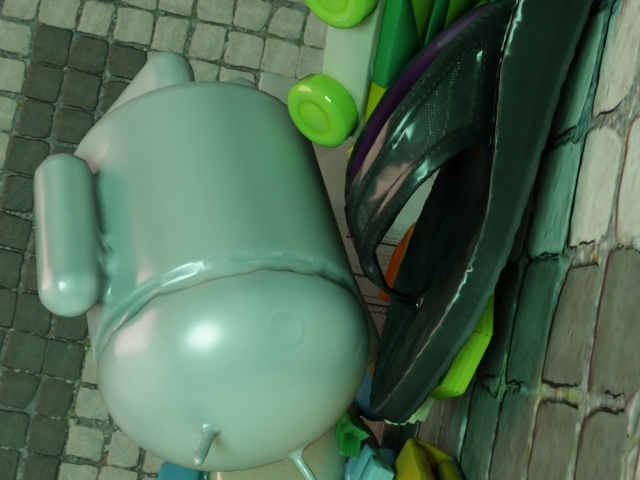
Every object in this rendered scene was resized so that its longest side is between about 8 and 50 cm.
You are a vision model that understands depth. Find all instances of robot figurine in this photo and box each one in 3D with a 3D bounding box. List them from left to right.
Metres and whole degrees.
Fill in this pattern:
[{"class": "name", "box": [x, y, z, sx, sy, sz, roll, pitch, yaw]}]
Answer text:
[{"class": "robot figurine", "box": [-0.079, 0.023, 0.905, 0.200, 0.299, 0.354, -46, 45, 36]}]

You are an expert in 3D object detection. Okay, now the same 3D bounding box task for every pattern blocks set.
[{"class": "pattern blocks set", "box": [0.090, 0.044, 0.923, 0.285, 0.026, 0.325, -93, 27, -69]}]

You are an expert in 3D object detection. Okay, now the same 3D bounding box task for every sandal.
[{"class": "sandal", "box": [0.092, -0.100, 0.803, 0.167, 0.107, 0.446, -129, 58, -82]}]

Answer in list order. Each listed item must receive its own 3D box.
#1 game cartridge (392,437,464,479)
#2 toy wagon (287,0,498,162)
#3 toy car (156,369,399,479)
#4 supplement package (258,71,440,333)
[{"class": "game cartridge", "box": [0.017, 0.324, 0.801, 0.324, 0.052, 0.285, -60, 9, 9]}, {"class": "toy wagon", "box": [0.082, -0.175, 0.922, 0.267, 0.068, 0.344, -44, -23, -32]}, {"class": "toy car", "box": [-0.005, 0.226, 1.156, 0.238, 0.219, 0.210, 61, -151, -51]}, {"class": "supplement package", "box": [0.000, 0.000, 1.268, 0.199, 0.198, 0.263, -86, 10, -48]}]
